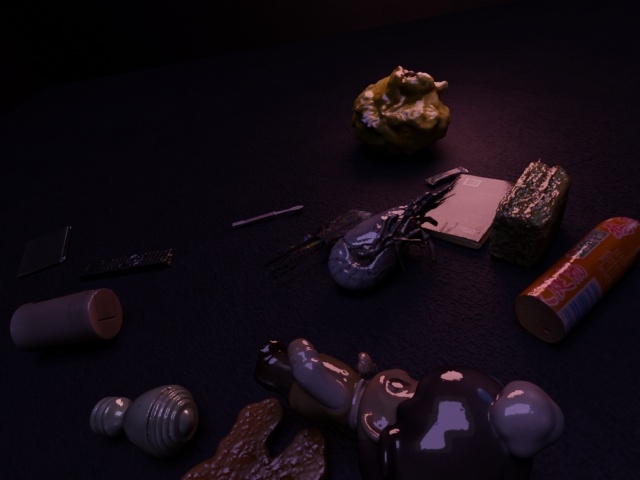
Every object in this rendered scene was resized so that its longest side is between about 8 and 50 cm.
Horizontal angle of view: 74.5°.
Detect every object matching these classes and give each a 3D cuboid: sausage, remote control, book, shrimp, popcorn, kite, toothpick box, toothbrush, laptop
[{"bbox_3d":[0.465,0.046,0.723,0.312,0.093,0.093,-33,43,-21],"label":"sausage"},{"bbox_3d":[-0.494,0.059,1.068,0.245,0.025,0.063,-9,39,9],"label":"remote control"},{"bbox_3d":[0.336,-0.075,0.960,0.160,0.024,0.228,21,52,38],"label":"book"},{"bbox_3d":[0.166,-0.015,0.869,0.343,0.116,0.145,-36,42,-10],"label":"shrimp"},{"bbox_3d":[0.226,-0.359,1.190,0.286,0.215,0.252,24,91,31],"label":"popcorn"},{"bbox_3d":[0.000,0.000,0.963,0.286,0.015,0.152,-31,24,-14],"label":"kite"},{"bbox_3d":[-0.527,0.169,0.883,0.181,0.111,0.111,-11,40,8],"label":"toothpick box"},{"bbox_3d":[-0.137,-0.062,1.102,0.195,0.017,0.014,-13,40,3],"label":"toothbrush"},{"bbox_3d":[-0.786,0.029,1.206,0.129,0.016,0.180,-22,39,-8],"label":"laptop"}]

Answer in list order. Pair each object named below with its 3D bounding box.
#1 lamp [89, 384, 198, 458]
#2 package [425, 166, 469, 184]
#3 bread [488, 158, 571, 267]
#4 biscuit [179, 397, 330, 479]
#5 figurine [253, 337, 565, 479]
[{"bbox_3d":[-0.284,0.289,0.680,0.193,0.106,0.106,-9,39,23],"label":"lamp"},{"bbox_3d":[0.324,-0.165,1.077,0.110,0.015,0.037,-21,34,-9],"label":"package"},{"bbox_3d":[0.417,-0.053,0.824,0.102,0.138,0.196,24,52,33],"label":"bread"},{"bbox_3d":[-0.118,0.364,0.576,0.186,0.044,0.295,20,49,39],"label":"biscuit"},{"bbox_3d":[0.090,0.215,0.557,0.206,0.218,0.365,-44,45,-18],"label":"figurine"}]
